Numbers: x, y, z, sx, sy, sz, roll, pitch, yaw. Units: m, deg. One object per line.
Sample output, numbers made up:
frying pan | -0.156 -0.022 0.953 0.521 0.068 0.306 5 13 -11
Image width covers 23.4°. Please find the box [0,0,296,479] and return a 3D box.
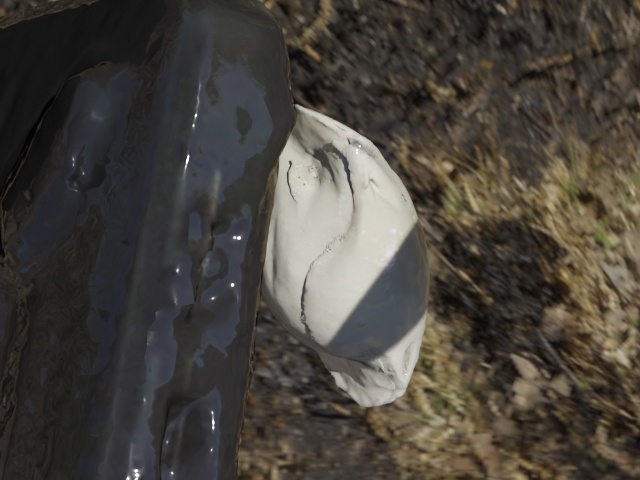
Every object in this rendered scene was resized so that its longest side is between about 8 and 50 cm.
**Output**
box | -0.140 0.085 0.598 0.359 0.091 0.350 -4 76 55

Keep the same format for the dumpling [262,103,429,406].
dumpling | -0.001 -0.002 1.602 0.181 0.341 0.260 -44 47 -5
